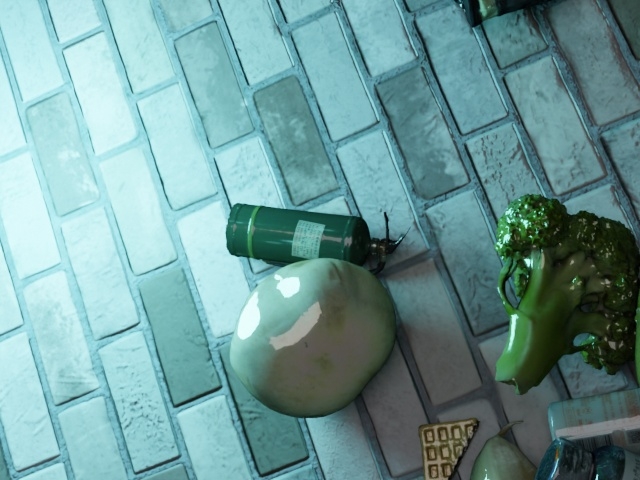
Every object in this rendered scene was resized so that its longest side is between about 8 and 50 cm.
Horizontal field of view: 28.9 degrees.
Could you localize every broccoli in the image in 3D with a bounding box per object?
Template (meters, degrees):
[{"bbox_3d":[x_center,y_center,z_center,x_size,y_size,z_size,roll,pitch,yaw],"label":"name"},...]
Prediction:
[{"bbox_3d":[0.357,0.097,1.832,0.254,0.186,0.302,17,80,-22],"label":"broccoli"}]

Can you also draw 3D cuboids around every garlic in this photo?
[{"bbox_3d":[0.297,0.395,1.799,0.164,0.145,0.245,-31,69,-13],"label":"garlic"}]

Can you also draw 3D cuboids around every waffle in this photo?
[{"bbox_3d":[0.200,0.350,1.888,0.097,0.023,0.153,-7,74,15],"label":"waffle"}]

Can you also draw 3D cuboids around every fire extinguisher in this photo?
[{"bbox_3d":[0.000,0.000,1.991,0.294,0.093,0.118,7,105,16],"label":"fire extinguisher"}]

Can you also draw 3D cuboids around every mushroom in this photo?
[{"bbox_3d":[-0.021,0.140,1.919,0.260,0.234,0.254,-1,110,-22],"label":"mushroom"}]

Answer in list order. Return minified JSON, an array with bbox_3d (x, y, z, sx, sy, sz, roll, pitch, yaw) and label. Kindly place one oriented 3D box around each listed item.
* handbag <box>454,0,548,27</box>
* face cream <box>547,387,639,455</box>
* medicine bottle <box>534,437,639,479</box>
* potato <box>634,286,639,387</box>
[{"bbox_3d":[0.267,-0.480,1.981,0.181,0.181,0.254,-19,70,8],"label":"handbag"},{"bbox_3d":[0.461,0.263,1.796,0.251,0.101,0.101,-12,75,12],"label":"face cream"},{"bbox_3d":[0.444,0.373,1.713,0.293,0.141,0.141,24,84,1],"label":"medicine bottle"},{"bbox_3d":[0.552,0.106,1.711,0.270,0.219,0.359,6,56,55],"label":"potato"}]
